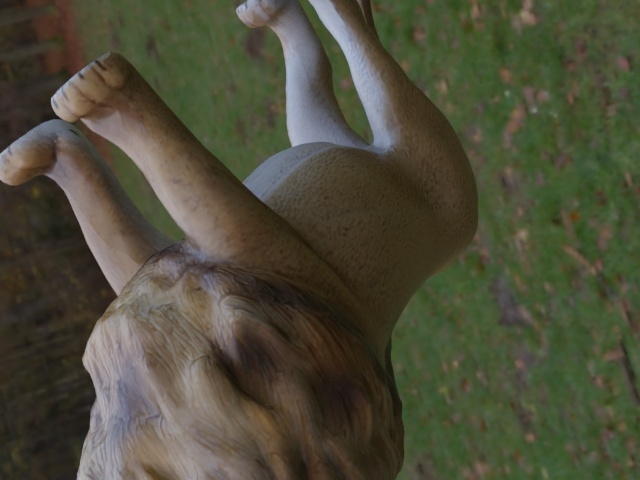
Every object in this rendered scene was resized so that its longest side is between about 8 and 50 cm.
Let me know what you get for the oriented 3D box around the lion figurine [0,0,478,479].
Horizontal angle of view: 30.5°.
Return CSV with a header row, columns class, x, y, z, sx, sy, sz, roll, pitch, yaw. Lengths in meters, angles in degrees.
class,x,y,z,sx,sy,sz,roll,pitch,yaw
lion figurine,0.000,0.000,0.559,0.240,0.392,0.142,51,137,-8
